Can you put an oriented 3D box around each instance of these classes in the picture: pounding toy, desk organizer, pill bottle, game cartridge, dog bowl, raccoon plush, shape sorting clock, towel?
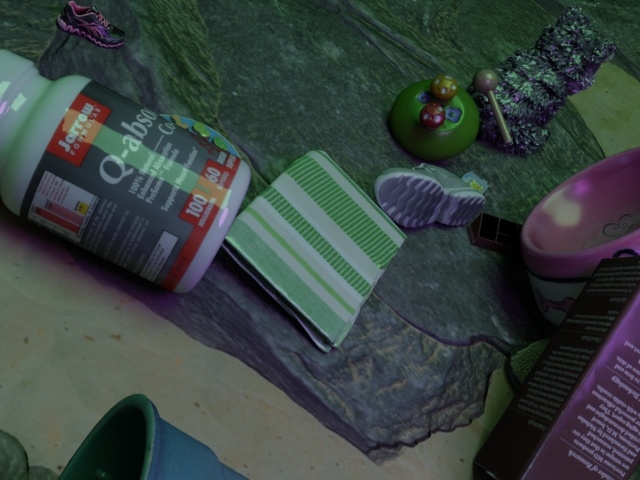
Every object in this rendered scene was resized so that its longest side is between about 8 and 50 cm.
[{"bbox_3d":[0.259,-0.268,1.691,0.237,0.110,0.182,-11,70,-3],"label":"pounding toy"},{"bbox_3d":[0.355,-0.009,1.647,0.130,0.050,0.047,15,45,-23],"label":"desk organizer"},{"bbox_3d":[-0.296,-0.093,1.144,0.363,0.210,0.210,27,41,-11],"label":"pill bottle"},{"bbox_3d":[0.310,-0.111,1.738,0.056,0.017,0.083,38,40,7],"label":"game cartridge"},{"bbox_3d":[0.537,-0.019,1.489,0.150,0.408,0.408,55,37,-18],"label":"dog bowl"},{"bbox_3d":[0.447,-0.337,1.828,0.216,0.299,0.446,47,42,11],"label":"raccoon plush"},{"bbox_3d":[-0.216,-0.134,1.367,0.206,0.040,0.206,20,43,-20],"label":"shape sorting clock"},{"bbox_3d":[0.000,0.000,1.369,0.248,0.038,0.325,46,41,-7],"label":"towel"}]

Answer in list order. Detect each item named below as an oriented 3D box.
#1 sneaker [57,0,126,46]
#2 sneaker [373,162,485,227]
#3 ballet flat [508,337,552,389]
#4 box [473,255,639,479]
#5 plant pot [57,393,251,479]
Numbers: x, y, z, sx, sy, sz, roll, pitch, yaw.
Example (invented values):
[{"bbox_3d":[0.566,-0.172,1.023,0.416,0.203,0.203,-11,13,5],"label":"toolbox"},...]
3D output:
[{"bbox_3d":[-0.389,-0.376,1.459,0.119,0.057,0.047,16,43,-24],"label":"sneaker"},{"bbox_3d":[0.183,-0.091,1.577,0.281,0.105,0.115,10,32,-48],"label":"sneaker"},{"bbox_3d":[0.563,0.255,1.446,0.483,0.182,0.164,26,40,-12],"label":"ballet flat"},{"bbox_3d":[0.395,0.211,1.207,0.143,0.191,0.381,36,84,-3],"label":"box"},{"bbox_3d":[-0.102,0.369,0.786,0.334,0.341,0.341,32,40,-20],"label":"plant pot"}]
